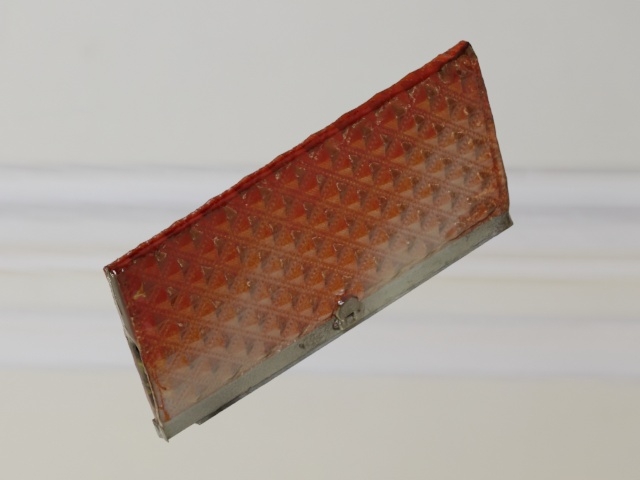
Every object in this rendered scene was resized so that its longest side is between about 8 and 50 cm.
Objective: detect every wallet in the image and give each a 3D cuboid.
[{"bbox_3d":[0.000,0.000,0.862,0.196,0.103,0.020,-32,-140,-21],"label":"wallet"}]
